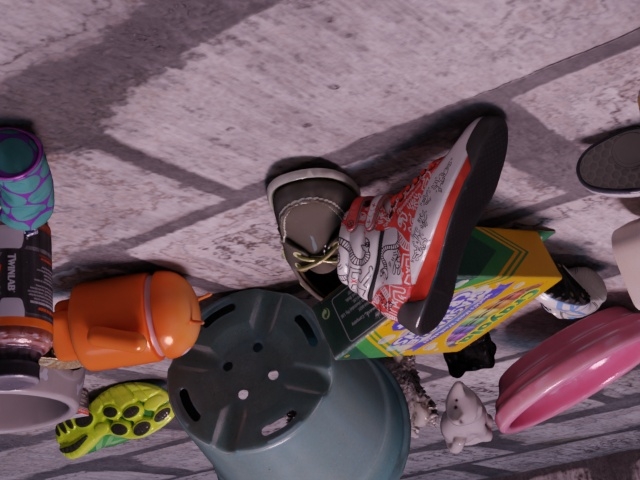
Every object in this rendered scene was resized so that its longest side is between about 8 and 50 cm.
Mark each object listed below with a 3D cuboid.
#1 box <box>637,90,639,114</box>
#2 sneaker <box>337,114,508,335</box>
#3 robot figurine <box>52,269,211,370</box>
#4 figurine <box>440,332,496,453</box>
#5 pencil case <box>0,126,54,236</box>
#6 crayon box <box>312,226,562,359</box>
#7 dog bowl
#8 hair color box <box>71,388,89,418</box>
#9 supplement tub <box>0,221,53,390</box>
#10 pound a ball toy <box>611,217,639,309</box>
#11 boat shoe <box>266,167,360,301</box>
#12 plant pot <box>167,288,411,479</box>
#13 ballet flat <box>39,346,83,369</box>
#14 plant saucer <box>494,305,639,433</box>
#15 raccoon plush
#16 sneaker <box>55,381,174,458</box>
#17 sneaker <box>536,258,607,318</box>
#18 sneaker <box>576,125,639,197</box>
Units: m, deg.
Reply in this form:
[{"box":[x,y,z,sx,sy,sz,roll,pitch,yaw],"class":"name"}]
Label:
[{"box":[0.386,-0.142,1.187,0.114,0.103,0.203,-7,160,4],"class":"box"},{"box":[0.103,-0.038,1.359,0.090,0.145,0.270,-16,131,-51],"class":"sneaker"},{"box":[-0.260,0.110,1.656,0.219,0.128,0.158,-10,160,6],"class":"robot figurine"},{"box":[0.239,0.228,1.997,0.092,0.215,0.209,1,158,11],"class":"figurine"},{"box":[-0.317,-0.061,1.269,0.070,0.064,0.152,-27,164,-16],"class":"pencil case"},{"box":[0.172,0.068,1.586,0.323,0.083,0.203,1,146,-49],"class":"crayon box"},{"box":[-0.547,0.235,1.958,0.348,0.102,0.349,-6,159,-2],"class":"dog bowl"},{"box":[-0.521,0.304,2.222,0.167,0.053,0.093,-14,158,18],"class":"hair color box"},{"box":[-0.368,0.074,1.429,0.106,0.198,0.106,-6,159,-2],"class":"supplement tub"},{"box":[0.520,-0.020,1.568,0.319,0.136,0.208,-21,-179,35],"class":"pound a ball toy"},{"box":[0.005,-0.001,1.482,0.109,0.091,0.305,-8,160,7],"class":"boat shoe"},{"box":[-0.061,0.254,1.858,0.341,0.341,0.334,-10,152,12],"class":"plant pot"},{"box":[-0.416,0.152,1.809,0.206,0.073,0.067,7,158,-34],"class":"ballet flat"},{"box":[0.431,0.213,2.065,0.332,0.084,0.332,-27,159,-11],"class":"plant saucer"},{"box":[0.129,0.282,2.273,0.299,0.216,0.446,-33,178,27],"class":"raccoon plush"},{"box":[-0.379,0.329,2.293,0.295,0.110,0.123,-22,177,34],"class":"sneaker"},{"box":[0.348,0.079,1.760,0.086,0.085,0.237,-39,158,22],"class":"sneaker"},{"box":[0.418,-0.076,1.401,0.226,0.086,0.163,-13,156,16],"class":"sneaker"}]
